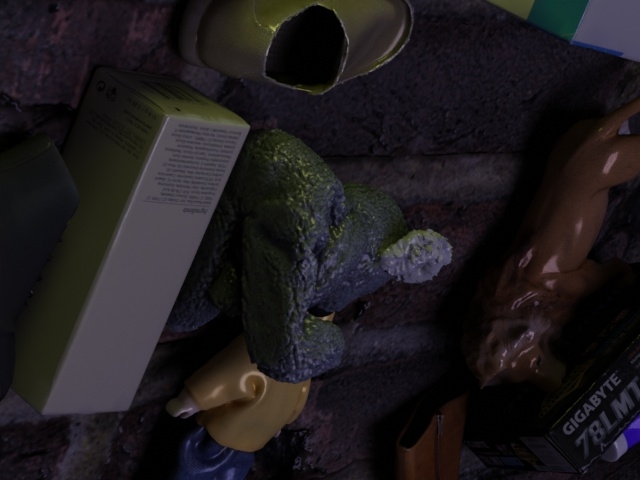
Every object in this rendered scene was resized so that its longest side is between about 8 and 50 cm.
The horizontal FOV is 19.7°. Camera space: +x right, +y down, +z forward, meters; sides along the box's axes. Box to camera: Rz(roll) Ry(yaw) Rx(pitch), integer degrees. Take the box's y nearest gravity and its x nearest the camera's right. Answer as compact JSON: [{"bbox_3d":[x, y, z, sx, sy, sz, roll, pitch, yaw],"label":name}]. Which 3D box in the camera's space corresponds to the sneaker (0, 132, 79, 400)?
[{"bbox_3d":[-0.241,0.028,1.442,0.118,0.083,0.222,-30,139,-35],"label":"sneaker"}]

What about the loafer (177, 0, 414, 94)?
[{"bbox_3d":[-0.004,-0.169,1.566,0.268,0.092,0.102,-13,128,-47],"label":"loafer"}]

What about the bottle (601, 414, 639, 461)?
[{"bbox_3d":[0.468,0.190,2.499,0.283,0.092,0.118,-39,143,-25],"label":"bottle"}]

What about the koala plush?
[{"bbox_3d":[0.000,0.000,1.642,0.221,0.196,0.203,-3,111,-47],"label":"koala plush"}]

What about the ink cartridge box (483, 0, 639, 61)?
[{"bbox_3d":[0.203,-0.280,1.609,0.171,0.232,0.168,3,114,-53],"label":"ink cartridge box"}]

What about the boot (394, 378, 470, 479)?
[{"bbox_3d":[0.104,0.335,2.117,0.264,0.096,0.280,-42,147,-40],"label":"boot"}]

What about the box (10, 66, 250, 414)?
[{"bbox_3d":[-0.169,0.003,1.503,0.113,0.094,0.275,5,114,-54],"label":"box"}]

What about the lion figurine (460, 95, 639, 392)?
[{"bbox_3d":[0.278,-0.026,2.034,0.240,0.142,0.392,-12,122,-50],"label":"lion figurine"}]

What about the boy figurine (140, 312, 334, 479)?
[{"bbox_3d":[-0.079,0.146,1.751,0.177,0.092,0.285,10,110,-55],"label":"boy figurine"}]

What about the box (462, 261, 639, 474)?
[{"bbox_3d":[0.318,0.143,2.128,0.295,0.073,0.293,-45,-171,-14],"label":"box"}]
